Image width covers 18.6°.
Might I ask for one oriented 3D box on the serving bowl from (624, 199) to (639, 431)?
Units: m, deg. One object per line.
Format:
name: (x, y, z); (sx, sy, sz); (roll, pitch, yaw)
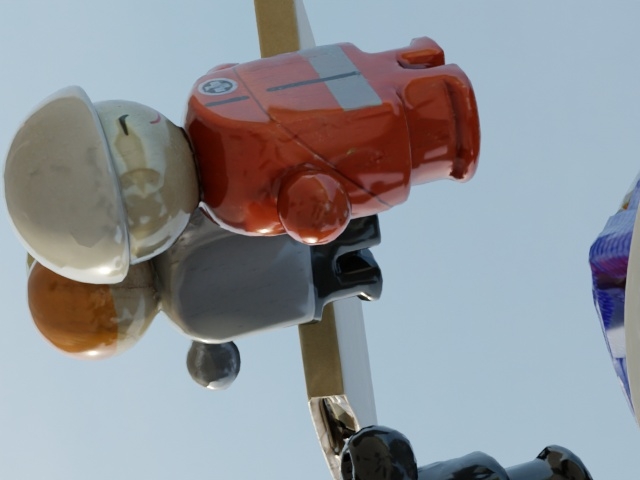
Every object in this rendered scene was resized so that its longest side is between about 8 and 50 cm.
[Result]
serving bowl: (0.080, 0.006, 0.317); (0.083, 0.027, 0.083); (-173, -90, -73)

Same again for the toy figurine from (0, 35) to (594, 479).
toy figurine: (-0.022, 0.055, 0.634); (0.209, 0.148, 0.213); (130, -54, -72)

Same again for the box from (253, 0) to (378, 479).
box: (0.000, 0.000, 0.855); (0.021, 0.164, 0.201); (-9, -114, 5)

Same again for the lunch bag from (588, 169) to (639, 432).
lunch bag: (0.281, -0.006, 0.614); (0.239, 0.385, 0.328); (-8, -133, 59)
